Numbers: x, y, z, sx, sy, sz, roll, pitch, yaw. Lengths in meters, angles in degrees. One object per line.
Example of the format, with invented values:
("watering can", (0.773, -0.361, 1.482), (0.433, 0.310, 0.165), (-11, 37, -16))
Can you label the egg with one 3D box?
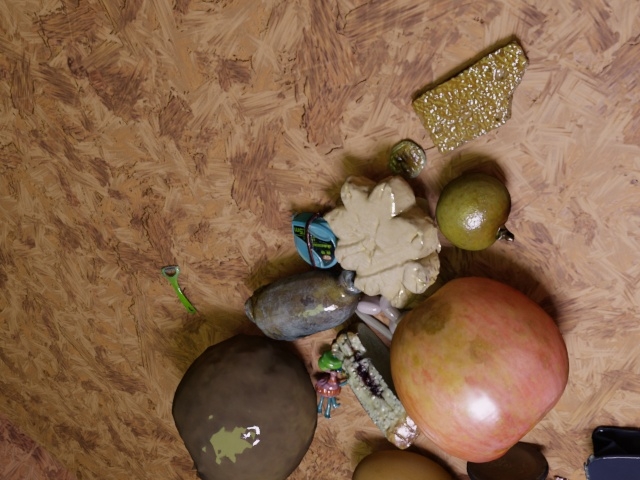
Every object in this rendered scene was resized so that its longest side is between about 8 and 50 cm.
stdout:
("egg", (0.234, 0.701, 1.656), (0.322, 0.250, 0.250), (28, 129, 20))

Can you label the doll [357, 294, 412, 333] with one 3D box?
("doll", (0.172, 0.159, 1.477), (0.160, 0.059, 0.161), (28, 128, 13))

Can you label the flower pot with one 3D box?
("flower pot", (0.472, 0.660, 1.506), (0.267, 0.266, 0.267), (-5, 104, 31))

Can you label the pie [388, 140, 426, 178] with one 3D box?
("pie", (0.182, -0.169, 1.292), (0.084, 0.020, 0.084), (14, 124, 21))

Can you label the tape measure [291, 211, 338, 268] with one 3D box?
("tape measure", (0.000, 0.000, 1.459), (0.125, 0.081, 0.146), (9, 123, 28))

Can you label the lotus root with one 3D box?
("lotus root", (-0.027, 0.157, 1.510), (0.350, 0.175, 0.175), (-18, 108, 35))

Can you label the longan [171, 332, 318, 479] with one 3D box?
("longan", (-0.208, 0.479, 1.664), (0.404, 0.404, 0.436), (31, 125, 9))

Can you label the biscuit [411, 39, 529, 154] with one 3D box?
("biscuit", (0.297, -0.266, 1.164), (0.237, 0.026, 0.131), (-26, 106, 37))

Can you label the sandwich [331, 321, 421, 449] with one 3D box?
("sandwich", (0.131, 0.334, 1.468), (0.254, 0.288, 0.099), (44, 103, -5))

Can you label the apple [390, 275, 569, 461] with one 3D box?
("apple", (0.314, 0.256, 1.275), (0.364, 0.364, 0.364), (14, 124, 21))

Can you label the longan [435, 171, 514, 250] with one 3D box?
("longan", (0.311, -0.052, 1.208), (0.176, 0.145, 0.154), (34, 166, 26))

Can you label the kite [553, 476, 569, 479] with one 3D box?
("kite", (0.701, 0.648, 1.515), (0.245, 0.015, 0.141), (10, 121, 23))

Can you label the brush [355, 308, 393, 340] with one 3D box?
("brush", (0.208, 0.257, 1.538), (0.299, 0.039, 0.042), (37, 126, 8))

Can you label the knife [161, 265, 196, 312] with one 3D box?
("knife", (-0.419, 0.151, 1.824), (0.078, 0.022, 0.166), (-7, 114, 38))

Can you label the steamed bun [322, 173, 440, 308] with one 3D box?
("steamed bun", (0.148, -0.018, 1.316), (0.295, 0.137, 0.292), (27, 130, 39))

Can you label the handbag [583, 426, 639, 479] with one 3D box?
("handbag", (0.779, 0.565, 1.348), (0.329, 0.122, 0.303), (-8, 109, 31))

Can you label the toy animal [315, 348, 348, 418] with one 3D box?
("toy animal", (0.038, 0.389, 1.680), (0.103, 0.100, 0.208), (6, 115, 0))
